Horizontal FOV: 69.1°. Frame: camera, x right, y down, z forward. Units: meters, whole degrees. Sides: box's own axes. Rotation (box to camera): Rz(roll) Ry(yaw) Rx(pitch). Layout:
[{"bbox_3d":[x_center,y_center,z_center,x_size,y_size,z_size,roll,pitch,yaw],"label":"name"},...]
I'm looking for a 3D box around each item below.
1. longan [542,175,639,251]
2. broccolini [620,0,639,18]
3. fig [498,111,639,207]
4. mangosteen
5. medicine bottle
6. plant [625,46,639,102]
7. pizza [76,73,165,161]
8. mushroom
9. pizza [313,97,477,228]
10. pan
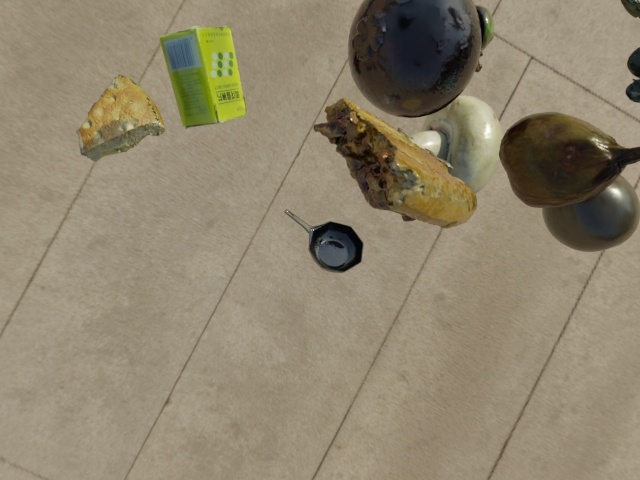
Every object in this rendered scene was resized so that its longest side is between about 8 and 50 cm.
[{"bbox_3d":[0.588,-0.067,1.021,0.198,0.212,0.197,-2,77,8],"label":"longan"},{"bbox_3d":[0.270,-0.312,0.433,0.392,0.074,0.079,47,56,-5],"label":"broccolini"},{"bbox_3d":[0.456,-0.132,0.814,0.191,0.290,0.190,-8,113,-19],"label":"fig"},{"bbox_3d":[0.234,-0.429,1.053,0.360,0.306,0.305,-2,90,-36],"label":"mangosteen"},{"bbox_3d":[-0.314,-0.443,1.267,0.141,0.137,0.249,1,113,26],"label":"medicine bottle"},{"bbox_3d":[0.682,-0.286,0.853,0.275,0.146,0.149,-1,135,-20],"label":"plant"},{"bbox_3d":[-0.458,-0.276,1.065,0.188,0.080,0.204,-28,63,2],"label":"pizza"},{"bbox_3d":[0.396,-0.252,1.409,0.315,0.315,0.356,35,73,-4],"label":"mushroom"},{"bbox_3d":[0.060,-0.078,0.472,0.194,0.154,0.069,47,117,31],"label":"pizza"},{"bbox_3d":[0.013,-0.007,1.117,0.129,0.048,0.201,-27,73,-26],"label":"pan"}]
